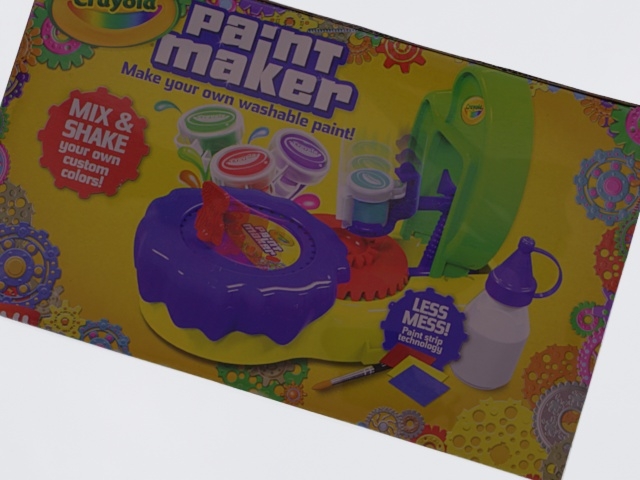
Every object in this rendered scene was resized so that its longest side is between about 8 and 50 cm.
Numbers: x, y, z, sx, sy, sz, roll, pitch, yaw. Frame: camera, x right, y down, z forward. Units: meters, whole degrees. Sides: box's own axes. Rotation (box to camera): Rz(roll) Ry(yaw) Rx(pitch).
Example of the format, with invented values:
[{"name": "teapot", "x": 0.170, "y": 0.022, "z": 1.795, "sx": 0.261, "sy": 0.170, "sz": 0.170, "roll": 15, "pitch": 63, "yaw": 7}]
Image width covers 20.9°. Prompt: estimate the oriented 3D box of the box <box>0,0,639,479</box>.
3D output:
[{"name": "box", "x": 0.000, "y": 0.000, "z": 0.894, "sx": 0.290, "sy": 0.279, "sz": 0.177, "roll": 17, "pitch": -96, "yaw": 6}]
